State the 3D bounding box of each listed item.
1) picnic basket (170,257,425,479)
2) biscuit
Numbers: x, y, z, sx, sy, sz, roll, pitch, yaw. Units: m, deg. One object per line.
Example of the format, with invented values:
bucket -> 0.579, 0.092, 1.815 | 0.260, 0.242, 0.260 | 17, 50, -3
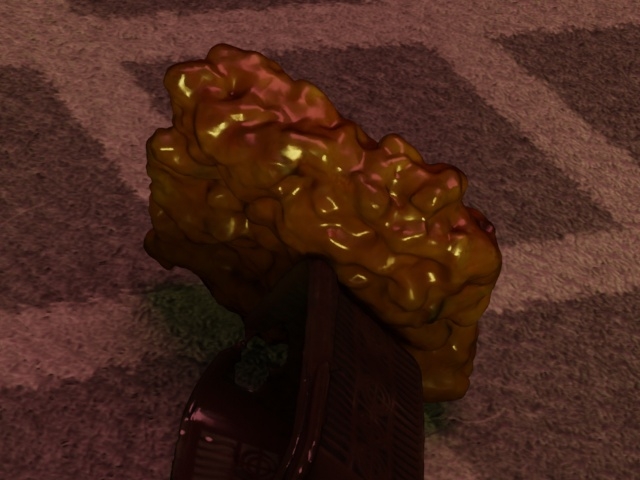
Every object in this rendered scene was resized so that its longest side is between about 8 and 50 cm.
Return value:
picnic basket -> -0.015, 0.172, 1.470 | 0.129, 0.222, 0.297 | 32, 28, -16
biscuit -> 0.000, 0.000, 1.626 | 0.318, 0.312, 0.110 | 29, 61, 13
